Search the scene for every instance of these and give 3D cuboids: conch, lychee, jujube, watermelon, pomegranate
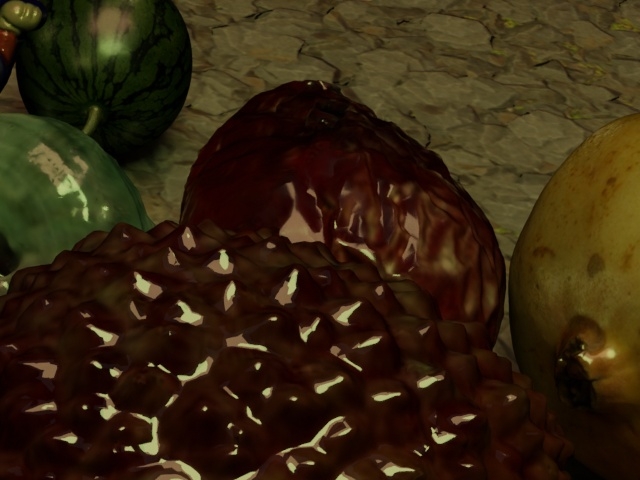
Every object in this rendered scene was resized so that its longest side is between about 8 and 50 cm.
[{"bbox_3d":[-0.194,0.027,0.986,0.220,0.195,0.277,41,26,25],"label":"conch"},{"bbox_3d":[-0.041,0.139,0.740,0.330,0.306,0.306,-4,35,-8],"label":"lychee"},{"bbox_3d":[0.000,0.000,1.069,0.216,0.216,0.342,6,26,-8],"label":"jujube"},{"bbox_3d":[-0.168,-0.124,1.243,0.140,0.141,0.187,7,41,-6],"label":"watermelon"},{"bbox_3d":[0.241,0.041,1.010,0.264,0.264,0.264,8,33,-5],"label":"pomegranate"}]

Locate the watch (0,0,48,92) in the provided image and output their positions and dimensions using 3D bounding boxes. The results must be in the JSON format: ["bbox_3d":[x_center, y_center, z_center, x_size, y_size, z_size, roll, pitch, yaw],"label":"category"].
[{"bbox_3d":[-0.300,-0.138,1.204,0.171,0.196,0.200,17,11,-9],"label":"watch"}]
